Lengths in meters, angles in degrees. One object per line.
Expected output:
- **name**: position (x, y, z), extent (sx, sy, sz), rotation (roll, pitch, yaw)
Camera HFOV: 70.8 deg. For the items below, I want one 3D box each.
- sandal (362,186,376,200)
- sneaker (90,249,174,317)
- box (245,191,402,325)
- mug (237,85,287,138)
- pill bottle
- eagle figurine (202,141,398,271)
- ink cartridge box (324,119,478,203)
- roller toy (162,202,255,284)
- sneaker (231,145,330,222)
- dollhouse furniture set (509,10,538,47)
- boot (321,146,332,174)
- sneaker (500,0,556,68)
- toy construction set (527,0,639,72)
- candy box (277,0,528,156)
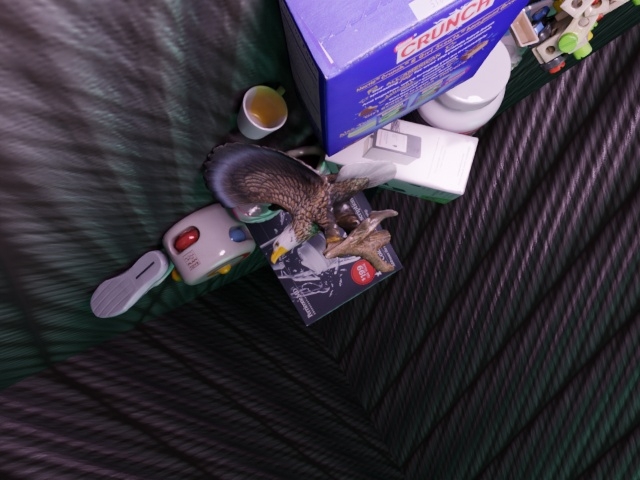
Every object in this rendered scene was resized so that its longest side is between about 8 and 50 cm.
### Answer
- **sandal**: position (0.129, -0.188, 1.543), extent (0.446, 0.106, 0.168), rotation (-55, 162, -45)
- **sneaker**: position (-0.469, 0.114, 1.148), extent (0.258, 0.094, 0.091), rotation (-32, 172, 14)
- **box**: position (0.000, 0.000, 1.261), extent (0.312, 0.344, 0.179), rotation (-31, -169, -4)
- **mug**: position (-0.080, -0.173, 0.628), extent (0.078, 0.062, 0.064), rotation (-22, -179, -29)
- **pill bottle**: position (0.267, -0.293, 0.919), extent (0.176, 0.177, 0.318), rotation (-31, 177, 2)
- **eagle figurine**: position (-0.030, -0.066, 0.747), extent (0.225, 0.298, 0.227), rotation (-31, 143, -19)
- **ink cartridge box**: position (0.156, -0.170, 0.931), extent (0.198, 0.272, 0.115), rotation (4, 102, -84)
- **roller toy**: position (-0.261, 0.015, 1.066), extent (0.209, 0.146, 0.191), rotation (-29, 176, -24)
- **sneaker**: position (-0.084, -0.133, 0.966), extent (0.252, 0.103, 0.111), rotation (-37, 174, -12)
- **dollhouse furniture set**: position (0.349, -0.389, 0.737), extent (0.090, 0.115, 0.081), rotation (-18, 167, -2)
- **boot**: position (0.043, -0.145, 1.110), extent (0.236, 0.179, 0.085), rotation (-30, 177, 2)
- **sneaker**: position (0.417, -0.429, 0.981), extent (0.228, 0.092, 0.087), rotation (-33, 175, 13)
- **toy construction set**: position (0.487, -0.428, 0.809), extent (0.215, 0.151, 0.327), rotation (-26, -172, 45)
- **candy box**: position (0.096, -0.247, 0.549), extent (0.268, 0.122, 0.317), rotation (-29, 178, 0)
